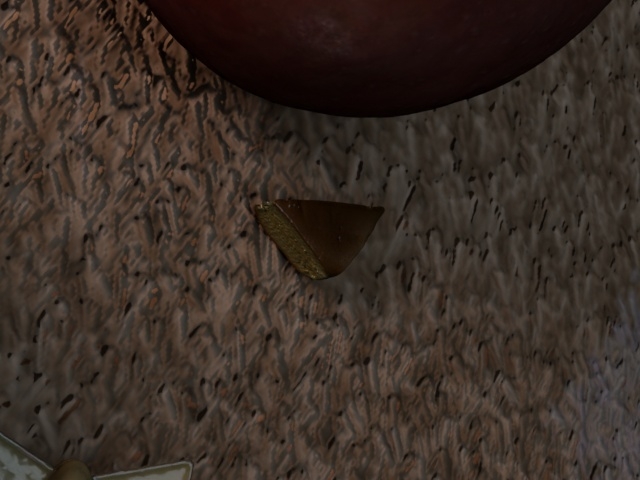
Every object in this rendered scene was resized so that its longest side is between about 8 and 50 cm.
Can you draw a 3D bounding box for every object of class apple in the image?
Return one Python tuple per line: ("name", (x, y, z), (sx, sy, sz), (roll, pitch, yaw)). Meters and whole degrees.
("apple", (0.039, -0.204, 0.610), (0.305, 0.235, 0.306), (2, 87, -39))

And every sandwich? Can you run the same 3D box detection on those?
("sandwich", (0.000, 0.000, 0.698), (0.083, 0.031, 0.044), (6, 83, -38))

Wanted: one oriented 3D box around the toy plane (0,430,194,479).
("toy plane", (-0.134, 0.206, 0.553), (0.229, 0.092, 0.244), (16, 75, -20))
